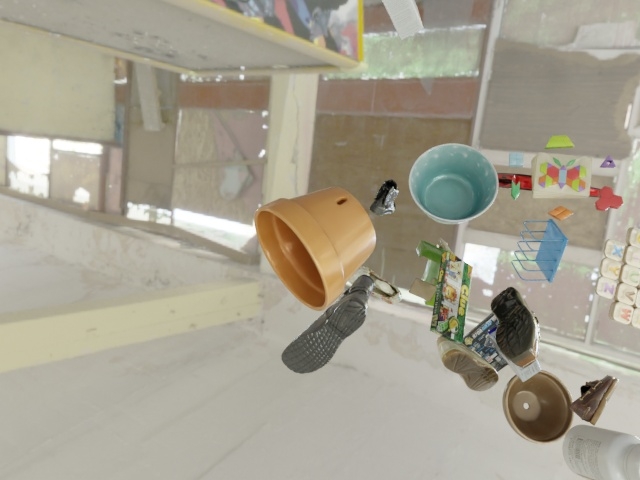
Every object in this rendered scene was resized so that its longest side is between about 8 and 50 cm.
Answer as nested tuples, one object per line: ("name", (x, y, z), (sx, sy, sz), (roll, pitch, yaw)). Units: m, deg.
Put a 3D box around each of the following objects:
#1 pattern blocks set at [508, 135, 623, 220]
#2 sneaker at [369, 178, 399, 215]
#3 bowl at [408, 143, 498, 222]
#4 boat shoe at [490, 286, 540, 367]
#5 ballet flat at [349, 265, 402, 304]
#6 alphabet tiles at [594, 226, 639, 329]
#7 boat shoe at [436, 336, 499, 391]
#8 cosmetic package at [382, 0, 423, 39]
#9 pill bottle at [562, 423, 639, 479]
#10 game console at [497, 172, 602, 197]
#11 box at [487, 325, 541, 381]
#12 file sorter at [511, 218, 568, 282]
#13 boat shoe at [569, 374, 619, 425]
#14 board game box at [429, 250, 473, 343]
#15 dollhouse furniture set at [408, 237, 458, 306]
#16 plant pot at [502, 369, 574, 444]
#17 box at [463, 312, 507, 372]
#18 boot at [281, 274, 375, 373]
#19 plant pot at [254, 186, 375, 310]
("pattern blocks set", (0.779, -0.206, 1.632), (0.324, 0.286, 0.026), (-7, 165, 11))
("sneaker", (0.170, -0.112, 1.268), (0.051, 0.089, 0.170), (34, -158, 14))
("bowl", (0.480, -0.184, 1.872), (0.311, 0.312, 0.163), (8, 162, 10))
("boat shoe", (0.580, 0.253, 1.454), (0.120, 0.122, 0.324), (44, -153, -9))
("ballet flat", (0.188, 0.147, 1.825), (0.240, 0.091, 0.077), (26, 162, 12))
("alphabet tiles", (0.933, 0.112, 1.487), (0.277, 0.285, 0.021), (19, 173, -16))
("boat shoe", (0.487, 0.406, 1.677), (0.302, 0.109, 0.098), (36, -161, -33))
("cosmetic package", (0.233, -0.749, 1.551), (0.085, 0.118, 0.231), (-22, 144, 22))
("pill bottle", (0.714, 0.528, 1.221), (0.131, 0.131, 0.229), (5, 168, -14))
("game console", (0.824, -0.217, 1.949), (0.341, 0.060, 0.386), (4, -171, -12))
("box", (0.601, 0.343, 1.572), (0.072, 0.126, 0.137), (-34, -145, 2))
("file sorter", (0.696, 0.033, 1.626), (0.104, 0.171, 0.118), (0, -145, -3))
("boat shoe", (0.720, 0.402, 1.328), (0.073, 0.073, 0.206), (28, -150, 36))
("board game box", (0.410, 0.176, 1.575), (0.136, 0.260, 0.030), (29, 154, -34))
("dollhouse furniture set", (0.398, 0.096, 1.917), (0.151, 0.198, 0.301), (23, -164, -3))
("plant pot", (0.724, 0.563, 1.726), (0.237, 0.238, 0.110), (7, 162, -1))
("box", (0.655, 0.372, 1.878), (0.175, 0.220, 0.051), (48, -145, 17))
("boot", (0.037, 0.260, 1.565), (0.118, 0.338, 0.223), (49, -159, -4))
("plant pot", (0.000, 0.000, 1.260), (0.203, 0.291, 0.290), (-32, -154, -23))
